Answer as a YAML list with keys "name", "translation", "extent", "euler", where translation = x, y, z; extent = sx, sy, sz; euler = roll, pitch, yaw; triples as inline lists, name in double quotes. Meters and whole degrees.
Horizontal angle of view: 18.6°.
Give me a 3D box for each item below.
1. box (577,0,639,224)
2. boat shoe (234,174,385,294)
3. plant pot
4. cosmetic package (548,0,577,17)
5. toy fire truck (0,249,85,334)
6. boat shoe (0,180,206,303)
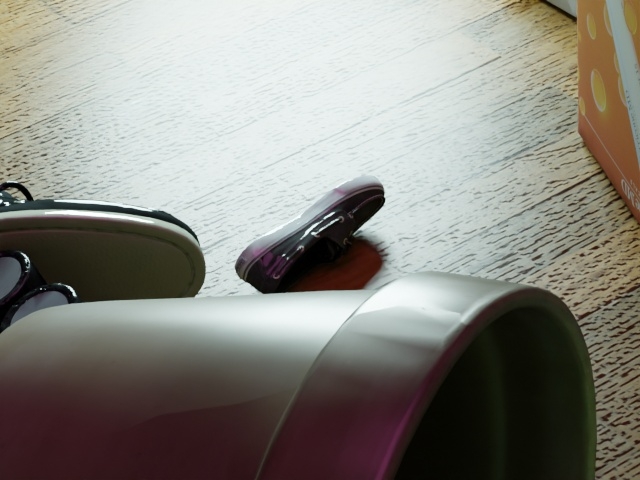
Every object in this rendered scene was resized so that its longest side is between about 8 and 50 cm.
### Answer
- name: "box"
  translation: [0.295, -0.182, 1.401]
  extent: [0.168, 0.345, 0.215]
  euler: [-13, 37, -8]
- name: "boat shoe"
  translation: [0.000, 0.000, 1.457]
  extent: [0.142, 0.049, 0.040]
  euler: [-32, 63, -29]
- name: "plant pot"
  translation: [-0.041, 0.154, 1.024]
  extent: [0.280, 0.323, 0.323]
  euler: [12, 40, 27]
- name: "cosmetic package"
  translation: [0.260, -0.234, 1.716]
  extent: [0.099, 0.060, 0.239]
  euler: [-23, 39, -25]
- name: "toy fire truck"
  translation: [-0.225, 0.139, 1.237]
  extent: [0.246, 0.158, 0.217]
  euler: [-44, 42, -14]
- name: "boat shoe"
  translation: [-0.246, 0.012, 1.402]
  extent: [0.340, 0.127, 0.113]
  euler: [-13, 37, 13]
